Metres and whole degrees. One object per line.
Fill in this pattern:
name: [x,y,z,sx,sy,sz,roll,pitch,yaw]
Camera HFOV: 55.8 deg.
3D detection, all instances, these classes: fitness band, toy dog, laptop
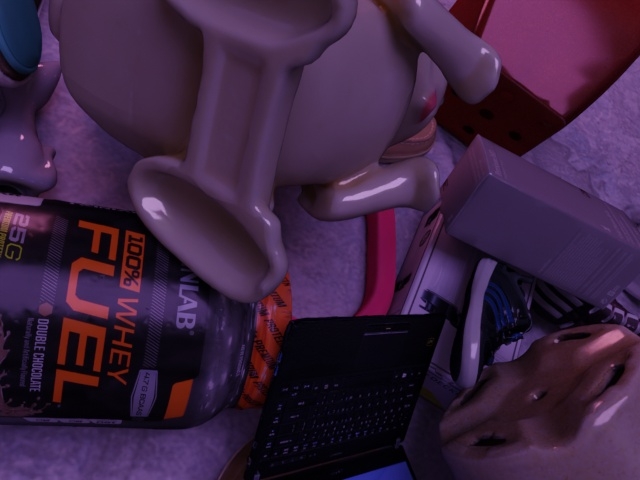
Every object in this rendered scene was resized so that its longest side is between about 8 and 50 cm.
fitness band: [0.000,0.000,0.797,0.209,0.054,0.290,14,62,-20]
toy dog: [-0.024,-0.163,0.630,0.396,0.284,0.408,22,27,29]
laptop: [0.060,0.219,0.592,0.234,0.137,0.264,5,106,-44]

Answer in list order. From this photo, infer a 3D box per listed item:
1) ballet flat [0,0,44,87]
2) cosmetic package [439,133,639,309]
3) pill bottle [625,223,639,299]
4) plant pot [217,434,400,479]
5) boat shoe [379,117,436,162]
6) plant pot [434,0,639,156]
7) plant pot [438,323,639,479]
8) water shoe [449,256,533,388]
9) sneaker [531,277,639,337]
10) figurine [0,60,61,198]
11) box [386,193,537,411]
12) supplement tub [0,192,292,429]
ballet flat: [-0.387,-0.295,0.694,0.139,0.139,0.400,6,45,-21]
cosmetic package: [0.277,-0.024,0.769,0.238,0.107,0.127,27,31,-12]
pill bottle: [0.603,0.002,1.010,0.229,0.131,0.131,-29,80,-32]
plant pot: [-0.011,0.313,0.648,0.237,0.032,0.236,10,62,-20]
boat shoe: [0.029,-0.207,0.871,0.341,0.110,0.121,14,61,-17]
plant pot: [0.312,-0.279,0.957,0.267,0.267,0.235,35,68,-4]
plant pot: [0.284,0.266,0.593,0.334,0.334,0.305,-35,93,-33]
water shoe: [0.202,0.090,0.688,0.080,0.072,0.203,18,41,11]
sneaker: [0.430,0.097,0.910,0.281,0.106,0.162,41,39,-14]
figurine: [-0.401,-0.141,0.670,0.215,0.092,0.209,5,60,-22]
box: [0.189,0.074,0.819,0.169,0.087,0.289,31,57,-7]
supplement tub: [-0.211,0.070,0.573,0.338,0.207,0.207,7,63,-20]
